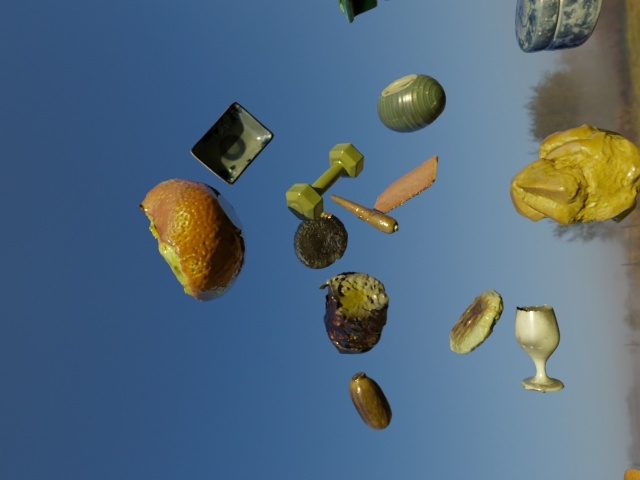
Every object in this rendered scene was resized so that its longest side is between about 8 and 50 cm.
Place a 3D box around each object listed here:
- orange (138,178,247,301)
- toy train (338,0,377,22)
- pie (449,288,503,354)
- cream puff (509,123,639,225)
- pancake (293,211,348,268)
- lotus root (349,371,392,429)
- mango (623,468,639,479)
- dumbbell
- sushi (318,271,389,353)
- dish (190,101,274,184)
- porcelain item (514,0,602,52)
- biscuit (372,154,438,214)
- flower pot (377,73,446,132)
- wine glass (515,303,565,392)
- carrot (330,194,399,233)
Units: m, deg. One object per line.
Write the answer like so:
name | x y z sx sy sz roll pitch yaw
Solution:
orange | -0.300 -0.016 1.122 0.334 0.196 0.262 56 170 38
toy train | 0.120 -0.779 1.224 0.145 0.202 0.266 33 -143 -79
pie | 0.590 0.305 1.660 0.071 0.306 0.306 33 -131 1
cream puff | 0.689 -0.183 1.206 0.270 0.323 0.274 -2 -79 -24
pancake | 0.000 0.000 1.453 0.021 0.199 0.199 48 -138 -70
lotus root | 0.186 0.611 1.652 0.123 0.124 0.241 -37 -76 -24
mango | 0.772 0.549 0.883 0.120 0.295 0.177 -27 -97 -9
dumbbell | 0.018 -0.186 1.360 0.302 0.121 0.108 -48 -55 -30
sushi | 0.155 0.320 1.991 0.281 0.299 0.294 -14 -46 -16
dish | -0.305 -0.329 1.515 0.182 0.080 0.243 40 -101 -9
porcelain item | 0.434 -0.433 0.814 0.147 0.114 0.147 -2 -90 -81
biscuit | 0.254 -0.159 1.318 0.013 0.232 0.237 49 -148 -13
flower pot | 0.300 -0.459 1.459 0.157 0.243 0.189 48 -119 -29
wine glass | 0.653 0.317 1.306 0.126 0.126 0.241 -7 -87 -52
carrot | 0.115 -0.080 1.210 0.049 0.254 0.049 -27 -48 -33
